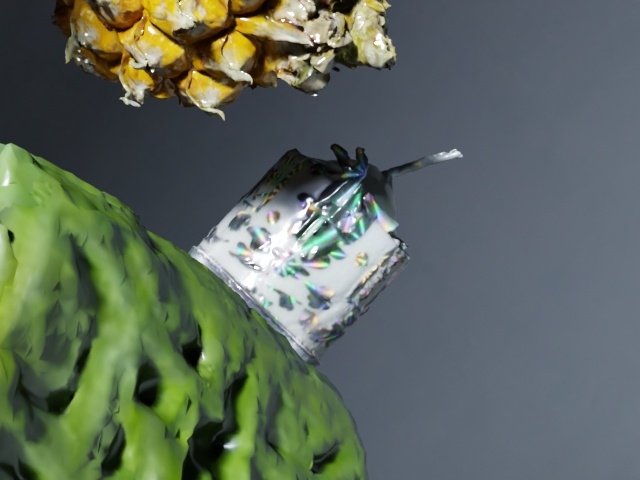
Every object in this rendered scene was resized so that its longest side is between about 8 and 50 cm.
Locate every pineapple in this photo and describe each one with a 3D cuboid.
[{"bbox_3d":[-0.067,-0.253,0.973,0.344,0.286,0.209,-52,-32,-1],"label":"pineapple"}]

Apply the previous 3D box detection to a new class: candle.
[{"bbox_3d":[0.000,0.000,1.257,0.330,0.187,0.187,-47,4,-3],"label":"candle"}]

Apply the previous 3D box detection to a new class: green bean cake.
[{"bbox_3d":[-0.089,0.104,0.365,0.125,0.248,0.222,-11,52,32],"label":"green bean cake"}]
